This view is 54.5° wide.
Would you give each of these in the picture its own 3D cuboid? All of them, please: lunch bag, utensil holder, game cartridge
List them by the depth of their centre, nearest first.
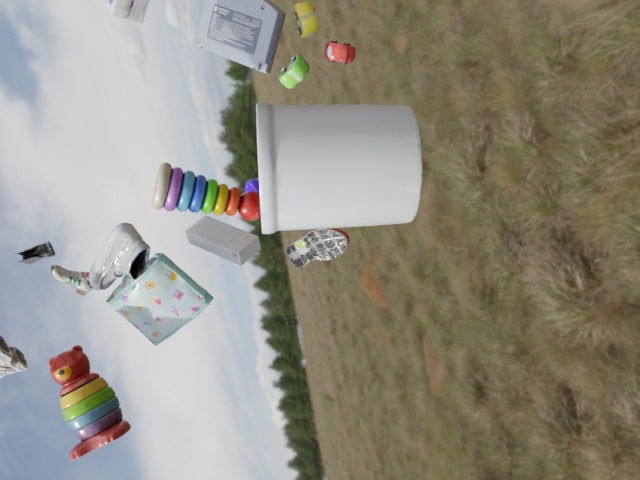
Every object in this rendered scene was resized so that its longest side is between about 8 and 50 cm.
[{"bbox_3d":[0.035,-0.189,1.581,0.327,0.385,0.328,177,90,-85],"label":"utensil holder"},{"bbox_3d":[-0.230,-0.615,1.785,0.294,0.060,0.196,29,116,30],"label":"game cartridge"},{"bbox_3d":[-0.481,0.164,1.903,0.223,0.262,0.160,46,-149,-18],"label":"lunch bag"}]

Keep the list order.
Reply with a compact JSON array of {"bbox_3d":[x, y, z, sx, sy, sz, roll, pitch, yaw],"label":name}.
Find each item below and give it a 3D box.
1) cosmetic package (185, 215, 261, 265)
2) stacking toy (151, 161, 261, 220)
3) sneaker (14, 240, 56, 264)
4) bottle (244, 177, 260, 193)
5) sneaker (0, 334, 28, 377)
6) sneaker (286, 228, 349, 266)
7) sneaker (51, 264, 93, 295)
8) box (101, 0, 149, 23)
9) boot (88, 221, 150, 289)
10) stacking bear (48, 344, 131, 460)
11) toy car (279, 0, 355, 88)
[{"bbox_3d":[-0.314,-0.001,2.004,0.239,0.099,0.060,21,139,32],"label":"cosmetic package"},{"bbox_3d":[-0.325,-0.127,1.853,0.141,0.330,0.141,-167,90,-72],"label":"stacking toy"},{"bbox_3d":[-0.881,0.040,1.926,0.051,0.089,0.170,67,166,-4],"label":"sneaker"},{"bbox_3d":[-0.139,-0.190,2.310,0.118,0.282,0.092,52,140,31],"label":"bottle"},{"bbox_3d":[-0.938,0.341,1.780,0.090,0.115,0.232,49,163,30],"label":"sneaker"},{"bbox_3d":[0.000,0.000,1.987,0.279,0.118,0.107,-15,109,50],"label":"sneaker"},{"bbox_3d":[-0.770,0.111,1.958,0.161,0.075,0.057,51,-167,-48],"label":"sneaker"},{"bbox_3d":[-0.430,-0.537,1.268,0.324,0.063,0.067,52,126,40],"label":"box"},{"bbox_3d":[-0.587,0.079,1.821,0.123,0.095,0.258,44,121,19],"label":"boot"},{"bbox_3d":[-0.684,0.452,1.803,0.289,0.175,0.164,63,-175,1],"label":"stacking bear"},{"bbox_3d":[-0.029,-0.530,1.784,0.239,0.225,0.053,37,-177,-29],"label":"toy car"}]
